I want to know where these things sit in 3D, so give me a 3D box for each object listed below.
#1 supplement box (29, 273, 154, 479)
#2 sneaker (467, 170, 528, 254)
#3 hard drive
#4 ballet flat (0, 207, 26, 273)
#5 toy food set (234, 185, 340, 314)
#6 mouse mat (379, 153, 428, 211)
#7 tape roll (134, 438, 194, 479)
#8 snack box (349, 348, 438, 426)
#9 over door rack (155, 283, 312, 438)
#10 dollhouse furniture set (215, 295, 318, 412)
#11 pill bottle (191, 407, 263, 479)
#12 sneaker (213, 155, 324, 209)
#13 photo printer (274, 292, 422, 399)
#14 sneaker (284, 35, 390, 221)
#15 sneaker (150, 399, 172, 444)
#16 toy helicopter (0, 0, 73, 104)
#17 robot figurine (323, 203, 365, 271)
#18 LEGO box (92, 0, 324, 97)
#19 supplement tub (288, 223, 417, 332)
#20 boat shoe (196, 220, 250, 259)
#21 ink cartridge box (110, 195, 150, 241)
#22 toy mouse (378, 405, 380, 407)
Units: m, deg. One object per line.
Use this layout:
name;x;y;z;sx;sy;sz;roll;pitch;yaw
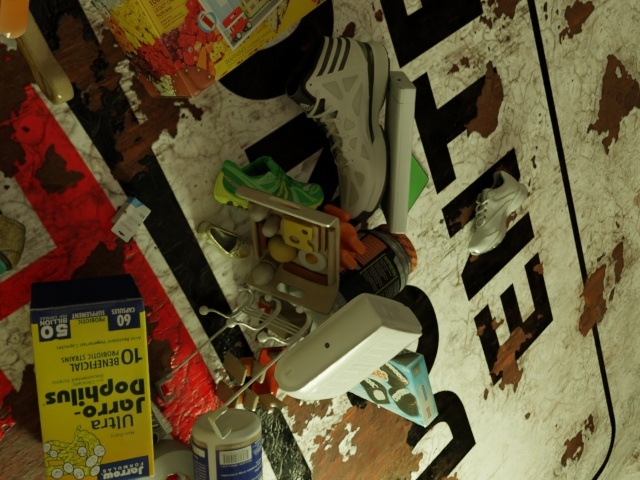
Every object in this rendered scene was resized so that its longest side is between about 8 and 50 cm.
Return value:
supplement box;-0.435;0.263;1.352;0.194;0.195;0.356;-5;104;-20
sneaker;0.527;-0.087;2.215;0.129;0.111;0.297;40;69;-22
hard drive;0.189;-0.224;1.768;0.047;0.233;0.352;0;113;-2
ballet flat;-0.647;-0.075;1.196;0.348;0.123;0.123;45;70;-37
toy food set;-0.075;0.028;1.551;0.306;0.220;0.092;89;25;-49
mouse mat;0.226;-0.149;1.989;0.189;0.007;0.152;-54;128;-17
tape roll;-0.354;0.565;1.601;0.219;0.072;0.219;-11;107;-39
snack box;0.144;0.335;1.811;0.060;0.322;0.187;-34;120;-31
over door rack;-0.200;0.239;1.549;0.324;0.240;0.108;-50;129;-22
dollhouse furniture set;-0.114;0.281;1.735;0.262;0.135;0.259;3;108;-41
pill bottle;-0.203;0.521;1.572;0.153;0.153;0.264;-9;104;-39
sneaker;-0.104;-0.129;1.640;0.296;0.109;0.123;2;102;-41
photo printer;0.057;0.254;1.619;0.307;0.107;0.256;-41;152;17
sneaker;0.021;-0.270;1.711;0.258;0.169;0.447;1;91;-32
sneaker;-0.389;0.386;1.537;0.075;0.063;0.170;-51;132;-28
toy helicopter;-0.498;-0.388;1.161;0.140;0.235;0.355;-39;122;-29
robot figurine;-0.001;0.001;1.685;0.128;0.219;0.158;-12;115;-46
LEGO box;-0.207;-0.571;1.400;0.500;0.193;0.372;-45;125;-25
supplement tub;0.089;0.099;1.799;0.316;0.194;0.193;-35;120;-29
boat shoe;-0.212;0.004;1.616;0.153;0.048;0.056;39;74;-39
ink cartridge box;-0.395;-0.044;1.461;0.048;0.028;0.083;46;69;-37
toy mouse;0.167;0.399;2.039;0.143;0.031;0.161;-36;121;-29
